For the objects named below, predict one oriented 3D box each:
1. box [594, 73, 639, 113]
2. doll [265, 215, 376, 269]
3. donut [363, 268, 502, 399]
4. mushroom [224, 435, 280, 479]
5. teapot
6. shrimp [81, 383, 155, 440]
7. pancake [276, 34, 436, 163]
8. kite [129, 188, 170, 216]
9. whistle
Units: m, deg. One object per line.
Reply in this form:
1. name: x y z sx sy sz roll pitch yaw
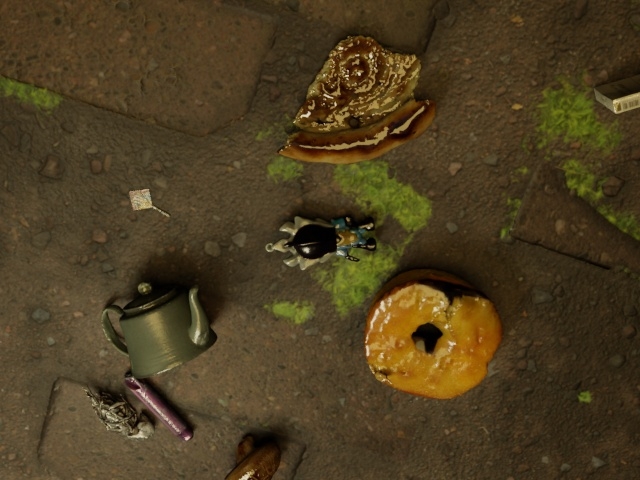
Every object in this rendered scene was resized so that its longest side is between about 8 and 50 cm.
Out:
1. box: 0.566 -0.259 1.652 0.198 0.109 0.029 -16 111 3
2. doll: 0.000 0.000 1.743 0.195 0.070 0.096 -7 95 -8
3. donut: 0.197 0.167 1.788 0.253 0.118 0.254 0 109 0
4. mushroom: -0.127 0.429 1.877 0.085 0.109 0.126 35 121 -19
5. teapot: -0.290 0.142 1.747 0.239 0.162 0.149 -15 104 34
6. shrimp: -0.379 0.320 1.849 0.065 0.057 0.165 -31 119 25
7. pancake: 0.075 -0.209 1.675 0.212 0.056 0.257 29 106 -13
8. kite: -0.297 -0.068 1.737 0.078 0.002 0.044 11 109 -5
9. whistle: -0.301 0.311 1.860 0.033 0.033 0.176 -36 107 10
